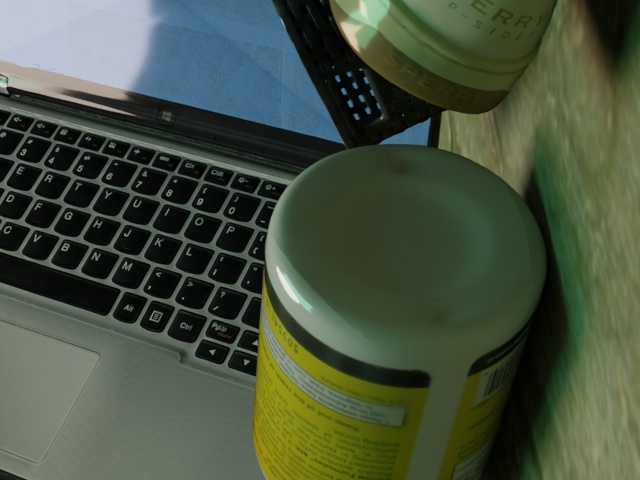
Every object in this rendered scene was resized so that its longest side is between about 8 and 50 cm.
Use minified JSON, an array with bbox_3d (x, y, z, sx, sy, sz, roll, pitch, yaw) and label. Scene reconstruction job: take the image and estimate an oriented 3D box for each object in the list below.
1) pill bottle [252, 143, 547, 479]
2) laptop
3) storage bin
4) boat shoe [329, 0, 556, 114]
[{"bbox_3d":[0.028,0.066,0.621,0.208,0.119,0.119,97,171,-47],"label":"pill bottle"},{"bbox_3d":[-0.145,-0.083,0.790,0.408,0.382,0.236,-63,-25,-25],"label":"laptop"},{"bbox_3d":[0.007,-0.147,0.640,0.180,0.084,0.122,66,-176,25],"label":"storage bin"},{"bbox_3d":[0.055,-0.187,0.527,0.098,0.109,0.302,-50,31,42],"label":"boat shoe"}]
